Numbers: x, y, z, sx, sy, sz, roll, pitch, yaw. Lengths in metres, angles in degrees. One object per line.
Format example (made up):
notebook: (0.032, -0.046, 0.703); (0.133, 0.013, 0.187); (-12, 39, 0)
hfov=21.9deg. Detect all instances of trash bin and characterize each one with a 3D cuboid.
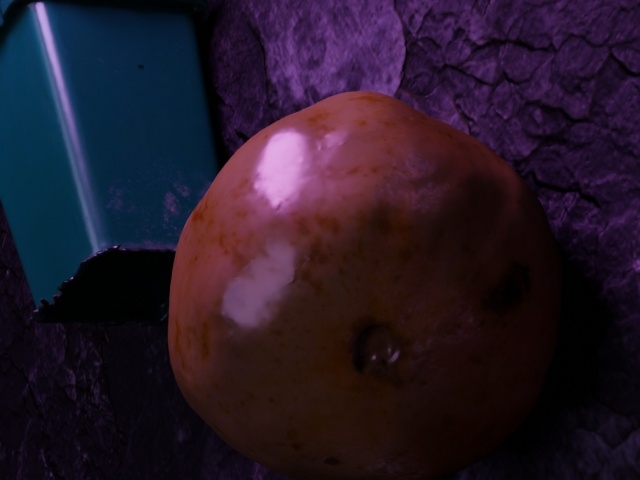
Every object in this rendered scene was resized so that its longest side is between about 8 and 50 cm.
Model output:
trash bin: (-0.235, -0.116, 1.860); (0.295, 0.259, 0.381); (-43, 57, 46)

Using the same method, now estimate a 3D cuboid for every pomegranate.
pomegranate: (0.032, 0.032, 1.359); (0.342, 0.342, 0.343); (-14, 73, 56)
